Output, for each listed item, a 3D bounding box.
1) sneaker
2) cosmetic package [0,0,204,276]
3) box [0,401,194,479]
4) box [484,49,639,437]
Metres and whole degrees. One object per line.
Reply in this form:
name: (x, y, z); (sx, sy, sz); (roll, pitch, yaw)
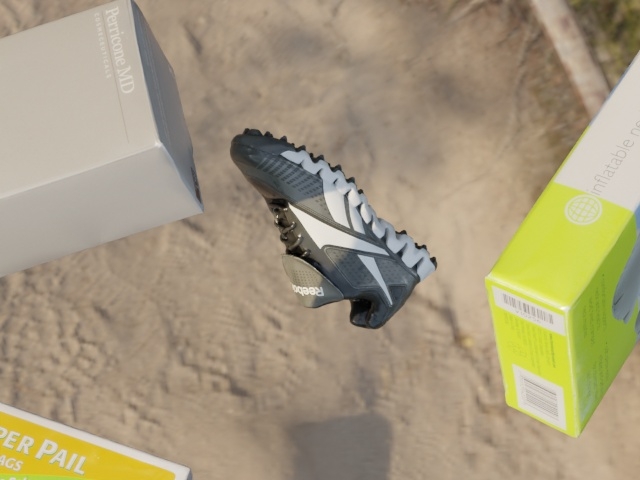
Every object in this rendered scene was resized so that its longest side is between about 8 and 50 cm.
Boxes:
sneaker: (0.000, 0.000, 1.167); (0.234, 0.078, 0.106); (40, 75, -33)
cosmetic package: (-0.208, -0.054, 0.902); (0.238, 0.107, 0.127); (-21, 62, 6)
box: (-0.178, 0.167, 0.802); (0.203, 0.114, 0.103); (16, 60, 16)
box: (0.136, -0.015, 0.593); (0.178, 0.042, 0.109); (-53, 150, -23)
